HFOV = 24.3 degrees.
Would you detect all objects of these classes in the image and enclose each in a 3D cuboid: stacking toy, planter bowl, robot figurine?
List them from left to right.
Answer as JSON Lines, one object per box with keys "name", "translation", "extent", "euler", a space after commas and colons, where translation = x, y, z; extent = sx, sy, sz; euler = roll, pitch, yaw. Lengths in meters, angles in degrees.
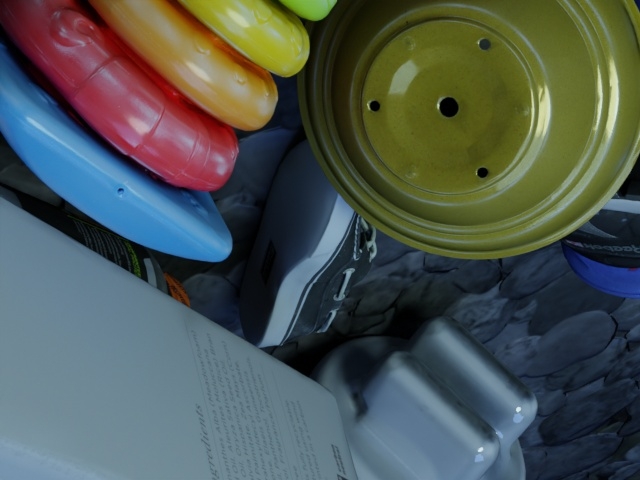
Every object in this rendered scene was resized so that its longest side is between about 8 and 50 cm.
{"name": "stacking toy", "translation": [-0.040, -0.157, 0.779], "extent": [0.302, 0.166, 0.175], "euler": [-46, 126, 11]}
{"name": "robot figurine", "translation": [0.034, 0.220, 1.247], "extent": [0.300, 0.200, 0.353], "euler": [-27, 158, -51]}
{"name": "planter bowl", "translation": [0.080, -0.083, 0.856], "extent": [0.217, 0.217, 0.090], "euler": [-39, -177, 21]}

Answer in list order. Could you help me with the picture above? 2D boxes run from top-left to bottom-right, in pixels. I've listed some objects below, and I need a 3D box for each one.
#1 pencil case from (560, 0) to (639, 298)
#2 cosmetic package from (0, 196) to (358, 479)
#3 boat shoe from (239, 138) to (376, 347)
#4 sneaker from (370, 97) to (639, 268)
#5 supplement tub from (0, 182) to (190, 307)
{"name": "pencil case", "translation": [0.252, -0.085, 1.037], "extent": [0.133, 0.119, 0.306], "euler": [4, 143, 1]}
{"name": "cosmetic package", "translation": [-0.175, 0.134, 0.845], "extent": [0.230, 0.161, 0.453], "euler": [-29, 146, 18]}
{"name": "boat shoe", "translation": [0.000, 0.000, 1.054], "extent": [0.070, 0.078, 0.219], "euler": [-5, 149, -23]}
{"name": "sneaker", "translation": [0.160, -0.028, 0.975], "extent": [0.283, 0.107, 0.124], "euler": [12, 148, 18]}
{"name": "supplement tub", "translation": [-0.180, 0.037, 0.958], "extent": [0.117, 0.117, 0.190], "euler": [-39, 141, 21]}
